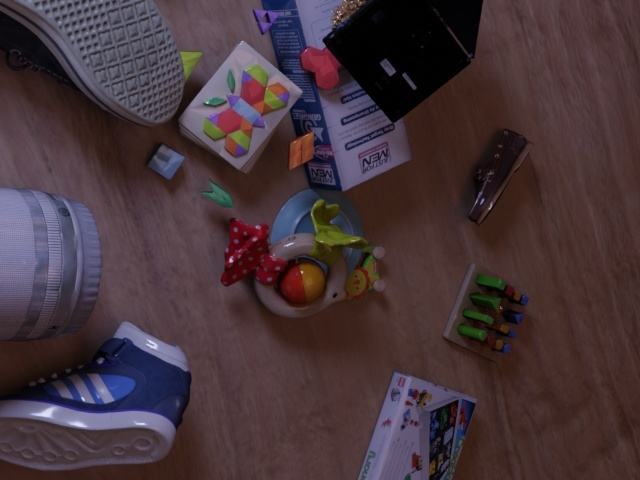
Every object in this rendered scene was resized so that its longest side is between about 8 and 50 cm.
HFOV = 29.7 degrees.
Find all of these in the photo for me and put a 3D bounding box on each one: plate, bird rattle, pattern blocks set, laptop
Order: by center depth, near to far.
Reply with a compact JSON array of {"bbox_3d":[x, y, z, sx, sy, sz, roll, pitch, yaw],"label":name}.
[{"bbox_3d":[-0.126,-0.214,1.953,0.285,0.026,0.325,22,98,-20],"label":"pattern blocks set"},{"bbox_3d":[0.143,-0.370,1.970,0.264,0.136,0.234,-38,134,9],"label":"laptop"},{"bbox_3d":[-0.043,0.049,2.046,0.253,0.143,0.207,-22,123,-15],"label":"bird rattle"},{"bbox_3d":[0.000,0.000,2.139,0.188,0.024,0.188,-4,98,-27],"label":"plate"}]

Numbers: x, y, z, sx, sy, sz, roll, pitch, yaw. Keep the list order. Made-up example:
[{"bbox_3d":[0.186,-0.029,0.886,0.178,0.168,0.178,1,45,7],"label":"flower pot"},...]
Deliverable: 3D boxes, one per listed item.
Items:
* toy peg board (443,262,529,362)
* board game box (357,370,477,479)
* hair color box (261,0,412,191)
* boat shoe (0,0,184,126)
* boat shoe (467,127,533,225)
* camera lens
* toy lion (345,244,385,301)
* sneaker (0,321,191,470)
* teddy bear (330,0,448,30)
[{"bbox_3d":[0.348,0.150,2.391,0.160,0.079,0.161,27,82,-35],"label":"toy peg board"},{"bbox_3d":[0.177,0.424,2.327,0.193,0.053,0.305,23,84,-35],"label":"board game box"},{"bbox_3d":[0.031,-0.276,2.080,0.174,0.105,0.347,-26,111,-32],"label":"hair color box"},{"bbox_3d":[-0.390,-0.332,1.745,0.500,0.156,0.187,35,69,-42],"label":"boat shoe"},{"bbox_3d":[0.336,-0.125,2.353,0.073,0.073,0.207,32,71,4],"label":"boat shoe"},{"bbox_3d":[-0.475,0.032,1.696,0.274,0.219,0.219,3,96,-36],"label":"camera lens"},{"bbox_3d":[0.071,0.061,2.211,0.096,0.034,0.100,-5,100,-27],"label":"toy lion"},{"bbox_3d":[-0.362,0.229,1.881,0.322,0.236,0.130,1,129,3],"label":"sneaker"},{"bbox_3d":[0.105,-0.421,1.999,0.338,0.113,0.245,30,84,-45],"label":"teddy bear"}]
